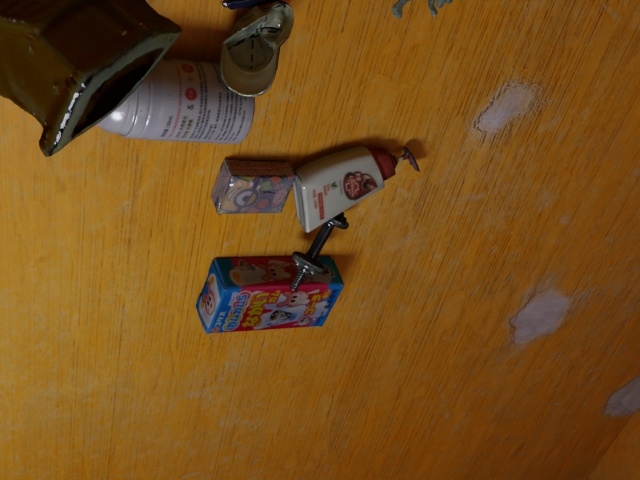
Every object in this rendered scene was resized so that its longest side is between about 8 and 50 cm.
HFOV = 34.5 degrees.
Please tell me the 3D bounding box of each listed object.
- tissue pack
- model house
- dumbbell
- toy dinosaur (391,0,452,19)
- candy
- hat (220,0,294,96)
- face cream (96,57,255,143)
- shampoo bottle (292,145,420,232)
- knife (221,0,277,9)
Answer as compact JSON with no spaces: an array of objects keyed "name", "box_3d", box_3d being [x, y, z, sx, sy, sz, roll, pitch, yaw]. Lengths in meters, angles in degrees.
[{"name":"tissue pack","box_3d":[-0.136,-0.108,2.097,0.148,0.060,0.108,-1,138,-28]},{"name":"model house","box_3d":[-0.389,-0.310,1.592,0.268,0.239,0.173,-43,173,-34]},{"name":"dumbbell","box_3d":[0.000,0.000,2.259,0.082,0.081,0.254,21,103,-44]},{"name":"toy dinosaur","box_3d":[0.122,-0.466,1.786,0.383,0.076,0.129,22,91,-52]},{"name":"candy","box_3d":[-0.116,0.123,2.356,0.306,0.100,0.157,0,137,-28]},{"name":"hat","box_3d":[-0.107,-0.326,1.784,0.122,0.166,0.081,1,165,3]},{"name":"face cream","box_3d":[-0.307,-0.246,1.768,0.370,0.145,0.145,1,136,-29]},{"name":"shampoo bottle","box_3d":[0.080,-0.132,2.174,0.284,0.071,0.153,-21,134,-13]},{"name":"knife","box_3d":[-0.110,-0.418,1.773,0.121,0.018,0.031,-17,149,-10]}]
